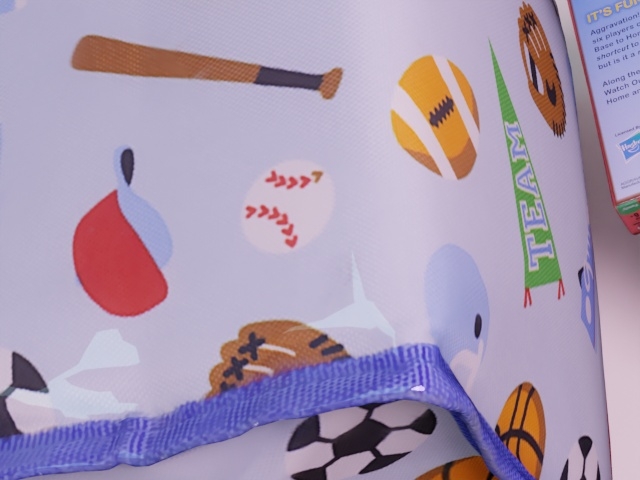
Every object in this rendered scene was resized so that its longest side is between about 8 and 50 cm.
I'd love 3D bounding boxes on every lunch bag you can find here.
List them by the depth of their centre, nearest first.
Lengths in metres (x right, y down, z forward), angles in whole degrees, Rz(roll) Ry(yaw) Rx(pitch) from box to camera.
[{"bbox_3d":[0.000,0.000,0.717,0.239,0.385,0.328,-13,63,21],"label":"lunch bag"}]

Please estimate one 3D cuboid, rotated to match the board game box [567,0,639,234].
[{"bbox_3d":[0.241,-0.111,0.713,0.281,0.027,0.145,-21,52,20],"label":"board game box"}]
